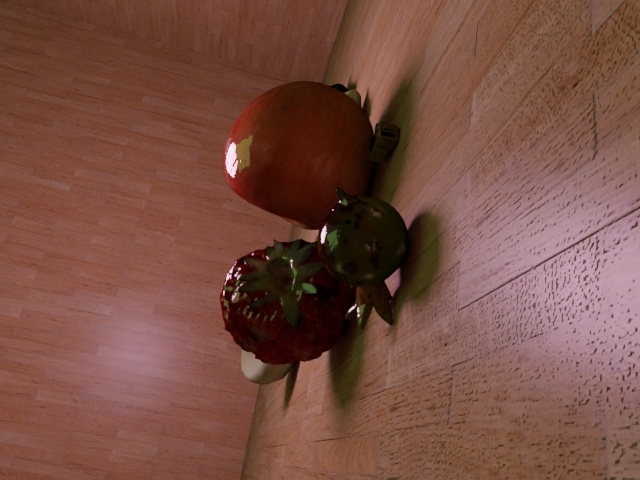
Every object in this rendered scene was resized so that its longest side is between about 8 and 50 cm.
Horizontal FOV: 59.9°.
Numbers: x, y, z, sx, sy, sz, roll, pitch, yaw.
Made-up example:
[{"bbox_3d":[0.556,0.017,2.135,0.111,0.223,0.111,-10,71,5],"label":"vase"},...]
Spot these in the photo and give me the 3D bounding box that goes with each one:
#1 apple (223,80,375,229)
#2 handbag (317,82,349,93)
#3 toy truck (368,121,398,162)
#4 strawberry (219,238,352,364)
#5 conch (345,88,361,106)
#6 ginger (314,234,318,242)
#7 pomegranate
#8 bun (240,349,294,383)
[{"bbox_3d":[-0.039,-0.205,1.335,0.364,0.364,0.363,-167,90,-83],"label":"apple"},{"bbox_3d":[0.027,-0.481,2.224,0.342,0.152,0.287,-96,8,-72],"label":"handbag"},{"bbox_3d":[0.133,-0.208,1.172,0.083,0.049,0.054,112,168,-57],"label":"toy truck"},{"bbox_3d":[-0.068,0.159,1.250,0.291,0.292,0.309,-85,-15,-49],"label":"strawberry"},{"bbox_3d":[0.068,-0.354,1.701,0.137,0.143,0.250,-26,18,24],"label":"conch"},{"bbox_3d":[0.003,-0.005,1.886,0.137,0.044,0.057,-107,13,-80],"label":"ginger"},{"bbox_3d":[0.062,0.031,0.896,0.156,0.156,0.220,-96,16,-70],"label":"pomegranate"},{"bbox_3d":[-0.156,0.379,1.971,0.283,0.179,0.283,-42,36,41],"label":"bun"}]
